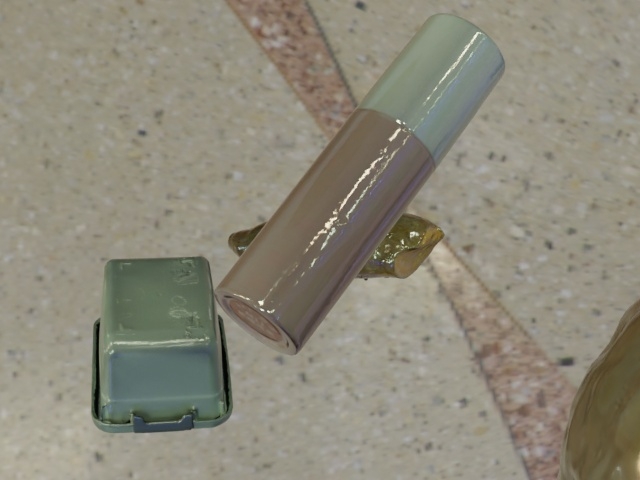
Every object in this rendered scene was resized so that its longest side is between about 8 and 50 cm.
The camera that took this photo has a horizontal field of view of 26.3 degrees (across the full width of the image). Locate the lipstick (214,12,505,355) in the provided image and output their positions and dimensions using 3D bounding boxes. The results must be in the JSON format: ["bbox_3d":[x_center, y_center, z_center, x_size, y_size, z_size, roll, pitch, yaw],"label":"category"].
[{"bbox_3d":[0.030,-0.042,0.930,0.070,0.070,0.254,28,69,26],"label":"lipstick"}]

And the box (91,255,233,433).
[{"bbox_3d":[-0.142,0.084,1.210,0.124,0.172,0.092,-2,122,-8],"label":"box"}]

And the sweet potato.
[{"bbox_3d":[0.000,0.000,1.328,0.244,0.077,0.077,2,89,31],"label":"sweet potato"}]

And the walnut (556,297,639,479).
[{"bbox_3d":[0.253,0.133,0.729,0.273,0.227,0.273,2,101,11],"label":"walnut"}]
